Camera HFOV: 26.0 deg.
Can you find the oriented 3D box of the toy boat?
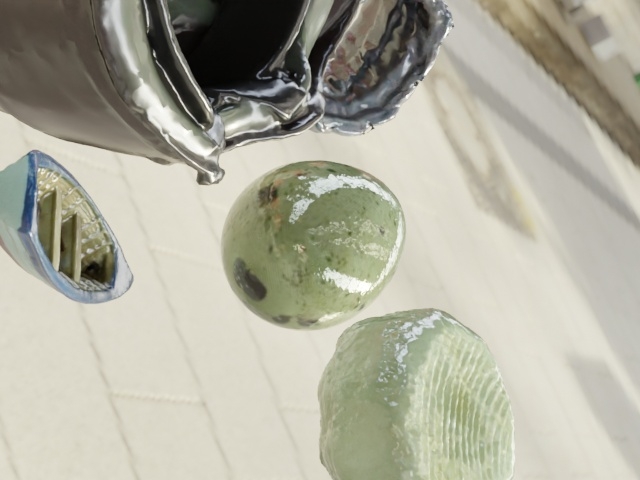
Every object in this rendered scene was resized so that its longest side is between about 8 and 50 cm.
[{"bbox_3d":[-0.169,0.002,0.906,0.229,0.046,0.080,69,18,-75],"label":"toy boat"}]

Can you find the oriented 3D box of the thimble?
[{"bbox_3d":[0.026,-0.244,1.624,0.172,0.236,0.205,45,-12,46],"label":"thimble"}]

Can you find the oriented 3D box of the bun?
[{"bbox_3d":[0.068,0.153,1.078,0.195,0.118,0.195,30,52,-48],"label":"bun"}]

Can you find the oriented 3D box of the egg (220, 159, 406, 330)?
[{"bbox_3d":[0.000,0.000,1.453,0.228,0.177,0.177,-24,87,-43],"label":"egg"}]

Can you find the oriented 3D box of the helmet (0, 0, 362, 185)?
[{"bbox_3d":[-0.085,-0.158,0.651,0.305,0.177,0.225,-47,143,-62],"label":"helmet"}]
